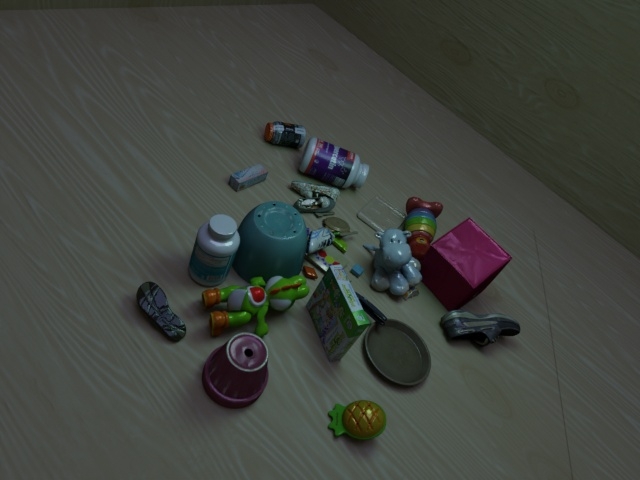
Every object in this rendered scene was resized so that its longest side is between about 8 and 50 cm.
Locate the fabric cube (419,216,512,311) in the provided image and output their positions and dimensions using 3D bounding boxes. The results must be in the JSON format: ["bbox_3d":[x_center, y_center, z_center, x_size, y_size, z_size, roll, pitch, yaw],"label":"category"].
[{"bbox_3d":[0.610,0.110,2.014,0.254,0.258,0.259,-30,67,-23],"label":"fabric cube"}]

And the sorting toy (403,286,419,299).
[{"bbox_3d":[0.377,0.210,2.011,0.083,0.044,0.075,-15,39,-37],"label":"sorting toy"}]

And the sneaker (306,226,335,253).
[{"bbox_3d":[0.000,0.000,1.889,0.086,0.085,0.237,18,20,12],"label":"sneaker"}]

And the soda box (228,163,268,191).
[{"bbox_3d":[-0.322,-0.283,2.087,0.063,0.058,0.183,44,44,15],"label":"soda box"}]

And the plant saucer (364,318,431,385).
[{"bbox_3d":[0.287,0.422,1.754,0.278,0.041,0.277,15,44,-15],"label":"plant saucer"}]

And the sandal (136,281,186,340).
[{"bbox_3d":[-0.516,0.234,1.499,0.219,0.060,0.090,49,51,1],"label":"sandal"}]

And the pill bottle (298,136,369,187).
[{"bbox_3d":[0.068,-0.372,2.287,0.323,0.181,0.181,19,43,-10],"label":"pill bottle"}]

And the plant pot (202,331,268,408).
[{"bbox_3d":[-0.243,0.379,1.410,0.201,0.180,0.201,15,44,-14],"label":"plant pot"}]

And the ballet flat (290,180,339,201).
[{"bbox_3d":[-0.023,-0.225,2.180,0.241,0.091,0.077,9,79,-15],"label":"ballet flat"}]

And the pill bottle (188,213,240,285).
[{"bbox_3d":[-0.366,0.030,1.613,0.146,0.264,0.146,15,44,-15],"label":"pill bottle"}]

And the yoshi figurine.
[{"bbox_3d":[-0.219,0.216,1.622,0.362,0.203,0.203,-13,20,-21],"label":"yoshi figurine"}]

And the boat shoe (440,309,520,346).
[{"bbox_3d":[0.674,0.384,1.950,0.356,0.132,0.130,7,56,-11],"label":"boat shoe"}]

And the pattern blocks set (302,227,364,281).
[{"bbox_3d":[0.017,0.070,1.954,0.325,0.026,0.285,45,45,17],"label":"pattern blocks set"}]

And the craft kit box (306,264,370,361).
[{"bbox_3d":[0.053,0.256,1.634,0.061,0.249,0.246,-6,52,-32],"label":"craft kit box"}]

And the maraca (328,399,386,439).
[{"bbox_3d":[0.117,0.572,1.484,0.186,0.099,0.127,-2,43,4],"label":"maraca"}]

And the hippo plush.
[{"bbox_3d":[0.329,0.058,1.945,0.235,0.236,0.294,1,49,-7],"label":"hippo plush"}]

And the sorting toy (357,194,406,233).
[{"bbox_3d":[0.300,-0.115,2.279,0.193,0.038,0.208,38,48,9],"label":"sorting toy"}]

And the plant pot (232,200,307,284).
[{"bbox_3d":[-0.179,-0.006,1.748,0.293,0.235,0.293,11,49,-13],"label":"plant pot"}]

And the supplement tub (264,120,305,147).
[{"bbox_3d":[-0.181,-0.540,2.363,0.191,0.117,0.117,4,48,-26],"label":"supplement tub"}]

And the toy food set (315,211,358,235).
[{"bbox_3d":[0.070,-0.065,2.105,0.132,0.038,0.192,-7,38,-41],"label":"toy food set"}]

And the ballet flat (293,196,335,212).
[{"bbox_3d":[-0.018,-0.166,2.110,0.213,0.068,0.072,-9,69,-25],"label":"ballet flat"}]

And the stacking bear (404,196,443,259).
[{"bbox_3d":[0.474,-0.038,2.208,0.176,0.164,0.289,13,55,0],"label":"stacking bear"}]

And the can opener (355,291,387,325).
[{"bbox_3d":[0.189,0.261,1.811,0.073,0.059,0.186,-19,40,-35],"label":"can opener"}]
